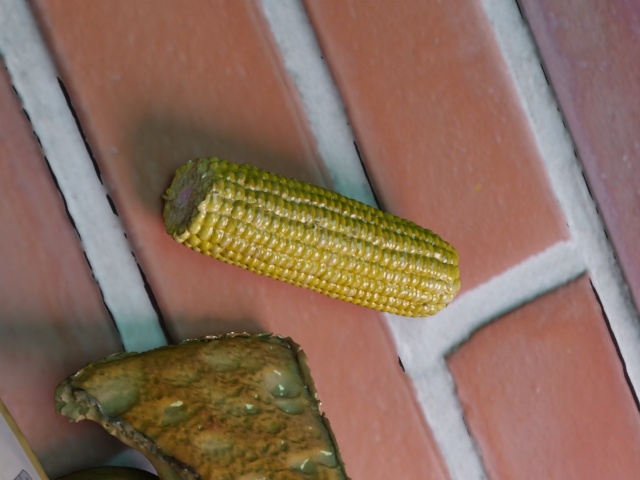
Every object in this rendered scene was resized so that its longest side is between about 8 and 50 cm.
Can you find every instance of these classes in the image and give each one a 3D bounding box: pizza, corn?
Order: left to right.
[{"bbox_3d":[-0.083,0.149,0.846,0.204,0.080,0.188,2,41,-33],"label":"pizza"},{"bbox_3d":[0.000,0.000,0.942,0.248,0.081,0.081,19,74,-26],"label":"corn"}]

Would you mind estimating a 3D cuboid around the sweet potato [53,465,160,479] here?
[{"bbox_3d":[-0.114,0.219,0.861,0.233,0.062,0.081,36,68,-17],"label":"sweet potato"}]

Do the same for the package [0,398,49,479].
[{"bbox_3d":[-0.286,0.158,0.703,0.165,0.221,0.311,-29,101,10],"label":"package"}]
